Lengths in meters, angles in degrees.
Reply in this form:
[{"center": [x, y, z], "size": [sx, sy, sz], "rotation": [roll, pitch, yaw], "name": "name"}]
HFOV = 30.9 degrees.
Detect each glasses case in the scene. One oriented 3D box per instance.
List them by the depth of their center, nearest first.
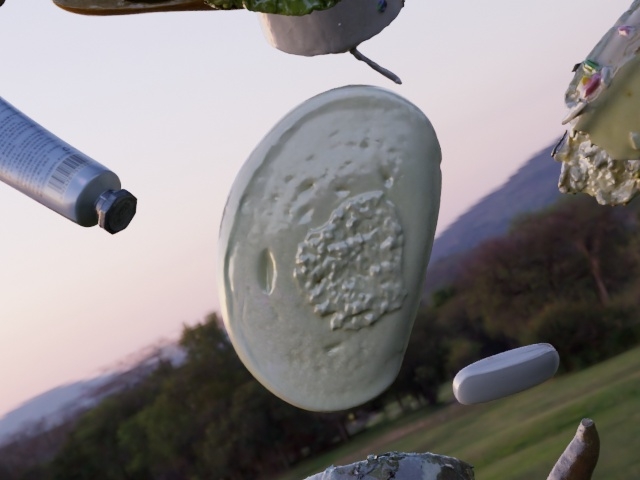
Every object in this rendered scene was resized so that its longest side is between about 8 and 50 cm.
[{"center": [0.268, 0.193, 1.666], "size": [0.164, 0.063, 0.041], "rotation": [-16, 39, -14], "name": "glasses case"}]

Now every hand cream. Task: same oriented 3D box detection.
[{"center": [-0.285, -0.086, 1.108], "size": [0.091, 0.271, 0.058], "rotation": [-51, -27, -20], "name": "hand cream"}]

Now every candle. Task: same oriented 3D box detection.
[{"center": [0.006, -0.306, 1.357], "size": [0.187, 0.330, 0.187], "rotation": [-12, 40, 10], "name": "candle"}]

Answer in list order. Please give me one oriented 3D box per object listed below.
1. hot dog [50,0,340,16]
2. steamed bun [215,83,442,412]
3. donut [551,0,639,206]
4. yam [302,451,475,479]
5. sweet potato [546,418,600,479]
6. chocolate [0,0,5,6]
[{"center": [-0.081, -0.261, 1.024], "size": [0.337, 0.100, 0.135], "rotation": [-5, -47, -11], "name": "hot dog"}, {"center": [0.000, 0.000, 0.899], "size": [0.154, 0.250, 0.200], "rotation": [13, 6, -3], "name": "steamed bun"}, {"center": [0.424, -0.195, 1.460], "size": [0.307, 0.150, 0.371], "rotation": [-52, -14, -4], "name": "donut"}, {"center": [0.092, 0.395, 1.148], "size": [0.240, 0.348, 0.241], "rotation": [-10, -29, -5], "name": "yam"}, {"center": [0.365, 0.372, 1.700], "size": [0.077, 0.244, 0.077], "rotation": [10, 9, -2], "name": "sweet potato"}, {"center": [-0.363, -0.419, 1.299], "size": [0.111, 0.321, 0.112], "rotation": [7, -25, 25], "name": "chocolate"}]
